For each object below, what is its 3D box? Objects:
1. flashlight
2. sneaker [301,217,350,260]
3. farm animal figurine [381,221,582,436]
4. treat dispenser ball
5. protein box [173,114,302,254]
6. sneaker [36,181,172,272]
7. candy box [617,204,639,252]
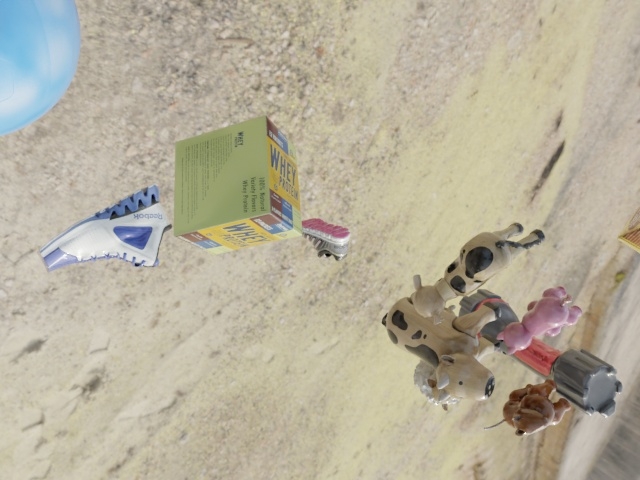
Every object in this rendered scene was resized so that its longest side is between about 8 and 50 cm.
[{"bbox_3d":[0.357,0.176,0.885,0.103,0.304,0.103,11,99,-21],"label":"flashlight"},{"bbox_3d":[0.000,0.000,1.118,0.063,0.170,0.075,-22,117,-36],"label":"sneaker"},{"bbox_3d":[0.206,0.143,0.773,0.172,0.326,0.330,-23,102,-26],"label":"farm animal figurine"},{"bbox_3d":[-0.443,-0.265,0.616,0.288,0.288,0.288,-30,136,-34],"label":"treat dispenser ball"},{"bbox_3d":[-0.158,-0.099,0.993,0.136,0.201,0.200,36,45,-62],"label":"protein box"},{"bbox_3d":[-0.481,0.010,1.224,0.315,0.127,0.182,-35,105,-24],"label":"sneaker"},{"bbox_3d":[0.401,-0.013,0.391,0.087,0.183,0.316,-51,169,-7],"label":"candy box"}]
